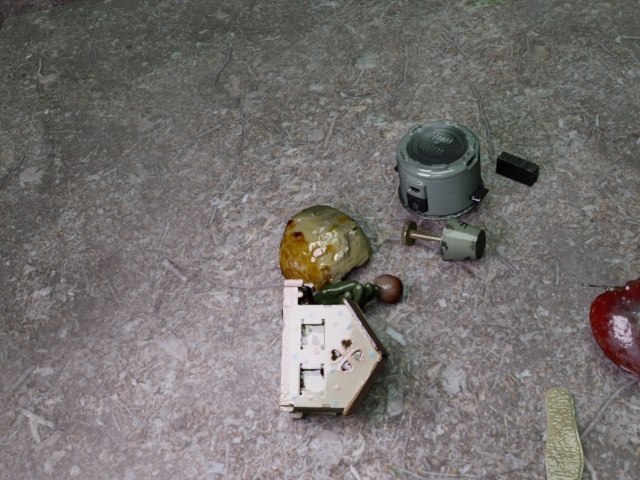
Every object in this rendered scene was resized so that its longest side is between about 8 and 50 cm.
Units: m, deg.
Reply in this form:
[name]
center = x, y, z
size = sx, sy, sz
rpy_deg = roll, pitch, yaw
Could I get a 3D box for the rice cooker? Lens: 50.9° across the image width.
[rice cooker]
center = 0.328, -0.186, 1.857
size = 0.281, 0.227, 0.241
rpy_deg = 23, 59, 29

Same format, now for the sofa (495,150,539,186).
[sofa]
center = 0.564, -0.206, 1.928
size = 0.118, 0.060, 0.039
rpy_deg = 30, 58, 31

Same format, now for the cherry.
[cherry]
center = 0.710, 0.202, 1.505
size = 0.192, 0.175, 0.249
rpy_deg = -10, 52, 17

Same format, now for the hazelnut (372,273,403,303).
[hazelnut]
center = 0.172, 0.124, 1.746
size = 0.087, 0.086, 0.086
rpy_deg = -6, 52, 8

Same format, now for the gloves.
[gloves]
center = 0.028, 0.173, 1.725
size = 0.268, 0.107, 0.135
rpy_deg = -23, 41, 16

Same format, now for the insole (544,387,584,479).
[insole]
center = 0.529, 0.435, 1.466
size = 0.081, 0.011, 0.247
rpy_deg = -1, 52, 13

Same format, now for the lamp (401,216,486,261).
[lamp]
center = 0.325, -0.006, 1.791
size = 0.215, 0.121, 0.121
rpy_deg = 13, 56, 32

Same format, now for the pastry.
[pastry]
center = -0.010, 0.000, 1.827
size = 0.237, 0.170, 0.256
rpy_deg = -37, 49, -20

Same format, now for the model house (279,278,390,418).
[model house]
center = 0.038, 0.256, 1.586
size = 0.244, 0.169, 0.325
rpy_deg = -2, 76, 15
